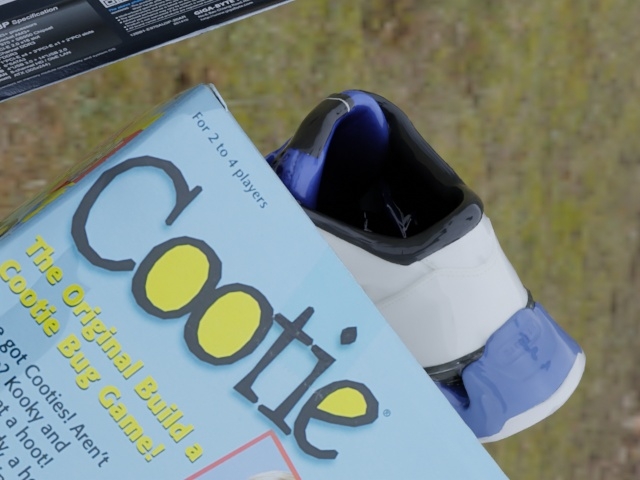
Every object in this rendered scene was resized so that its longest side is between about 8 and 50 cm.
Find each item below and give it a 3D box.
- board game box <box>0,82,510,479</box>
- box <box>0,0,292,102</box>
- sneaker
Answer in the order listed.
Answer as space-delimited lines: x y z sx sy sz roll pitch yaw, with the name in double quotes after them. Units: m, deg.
-0.103 0.093 0.559 0.275 0.142 0.144 -38 97 -3 "board game box"
-0.034 -0.111 0.416 0.175 0.220 0.051 49 26 -62 "box"
0.001 0.000 1.123 0.127 0.315 0.182 -39 118 -35 "sneaker"
